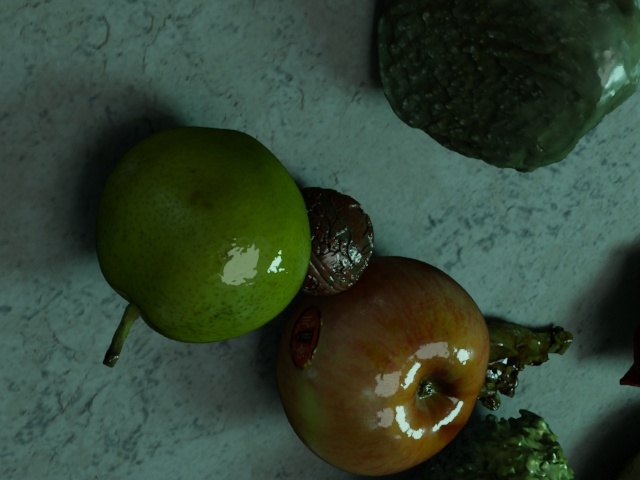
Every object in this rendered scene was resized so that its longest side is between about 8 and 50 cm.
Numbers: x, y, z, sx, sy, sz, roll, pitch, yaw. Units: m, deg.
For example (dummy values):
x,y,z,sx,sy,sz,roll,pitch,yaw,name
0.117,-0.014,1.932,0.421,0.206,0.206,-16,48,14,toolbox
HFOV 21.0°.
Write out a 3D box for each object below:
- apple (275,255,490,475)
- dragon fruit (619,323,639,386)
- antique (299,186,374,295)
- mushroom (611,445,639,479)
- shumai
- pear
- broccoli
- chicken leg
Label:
x,y,z,sx,sy,sz,roll,pitch,yaw,name
0.058,0.116,1.601,0.209,0.164,0.209,-20,127,-30,apple
0.469,0.069,1.949,0.329,0.286,0.228,-10,165,-8,dragon fruit
0.000,0.000,1.532,0.104,0.104,0.104,-19,126,-29,antique
0.425,0.317,2.028,0.278,0.146,0.278,-26,136,-28,mushroom
0.198,-0.185,1.494,0.222,0.260,0.225,-21,94,-34,shumai
-0.111,0.011,1.400,0.216,0.180,0.166,-45,179,-6,pear
0.245,0.335,1.729,0.353,0.397,0.275,0,114,-30,broccoli
0.200,0.124,1.792,0.178,0.070,0.093,-12,98,-47,chicken leg
